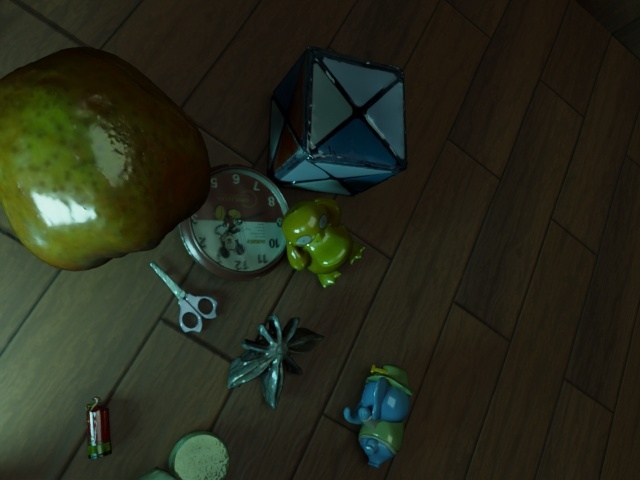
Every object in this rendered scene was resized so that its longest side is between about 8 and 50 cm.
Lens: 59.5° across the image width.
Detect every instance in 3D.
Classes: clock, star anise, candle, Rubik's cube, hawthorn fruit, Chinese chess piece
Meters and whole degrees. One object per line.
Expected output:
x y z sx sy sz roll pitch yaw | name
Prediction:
-0.220 -0.049 1.482 0.318 0.080 0.318 8 75 -30 | clock
-0.124 0.295 1.432 0.198 0.110 0.257 46 70 -26 | star anise
-0.498 0.417 1.254 0.052 0.052 0.131 -4 79 -26 | candle
0.047 -0.306 1.541 0.310 0.305 0.307 6 76 -24 | Rubik's cube
-0.473 -0.182 1.190 0.471 0.472 0.472 6 75 -24 | hawthorn fruit
-0.286 0.525 1.323 0.144 0.058 0.144 6 74 -22 | Chinese chess piece

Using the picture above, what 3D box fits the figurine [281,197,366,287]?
-0.001 0.000 1.496 0.215 0.228 0.215 -3 75 9 | figurine

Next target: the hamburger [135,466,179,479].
-0.318 0.622 1.164 0.294 0.276 0.179 47 52 -3 | hamburger

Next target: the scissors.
-0.353 0.134 1.406 0.212 0.021 0.110 49 66 -7 | scissors

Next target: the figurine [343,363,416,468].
0.164 0.459 1.498 0.180 0.154 0.262 38 61 -25 | figurine
